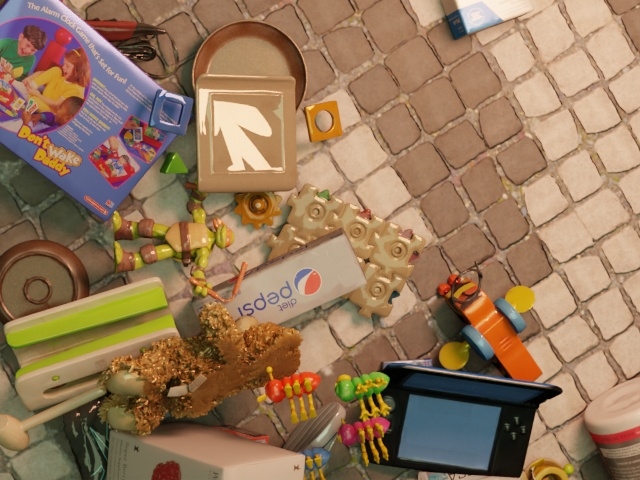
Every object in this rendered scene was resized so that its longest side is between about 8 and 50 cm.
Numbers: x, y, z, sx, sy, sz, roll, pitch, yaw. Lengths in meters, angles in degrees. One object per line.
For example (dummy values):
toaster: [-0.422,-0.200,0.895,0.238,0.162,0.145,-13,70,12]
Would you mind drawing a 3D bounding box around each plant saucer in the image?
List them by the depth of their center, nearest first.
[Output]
plant saucer: [-0.474,0.082,1.891,0.168,0.029,0.168,0,92,-9]
plant saucer: [-0.122,-0.278,1.932,0.199,0.036,0.198,-1,93,-10]

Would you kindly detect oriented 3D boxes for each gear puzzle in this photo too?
gear puzzle: [0.000,0.000,1.963,0.339,0.044,0.175,25,98,-6]

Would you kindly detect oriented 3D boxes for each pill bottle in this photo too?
pill bottle: [0.615,0.418,2.016,0.176,0.176,0.318,-27,96,-8]

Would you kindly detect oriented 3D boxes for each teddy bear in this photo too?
teddy bear: [-0.198,0.197,1.775,0.338,0.113,0.245,-28,138,-13]

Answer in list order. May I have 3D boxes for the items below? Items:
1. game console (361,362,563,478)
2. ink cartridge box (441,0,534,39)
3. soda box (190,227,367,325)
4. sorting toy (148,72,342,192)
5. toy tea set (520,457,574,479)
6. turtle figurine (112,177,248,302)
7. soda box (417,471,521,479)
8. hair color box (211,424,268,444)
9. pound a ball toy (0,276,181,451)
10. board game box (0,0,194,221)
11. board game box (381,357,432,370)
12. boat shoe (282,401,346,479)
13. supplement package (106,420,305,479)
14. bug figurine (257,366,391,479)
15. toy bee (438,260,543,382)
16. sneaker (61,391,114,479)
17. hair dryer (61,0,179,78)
game console: [0.232,0.313,1.909,0.293,0.173,0.250,9,105,-2]
ink cartridge box: [0.267,-0.485,1.968,0.134,0.078,0.231,-21,95,-8]
soda box: [-0.070,0.083,1.904,0.286,0.091,0.098,-25,98,2]
sorting toy: [-0.126,-0.178,1.879,0.348,0.047,0.196,-2,96,-27]
toy tea set: [0.347,0.545,2.001,0.336,0.124,0.200,-31,97,-7]
turtle figurine: [-0.238,-0.013,1.890,0.217,0.087,0.269,-2,68,-9]
soda box: [0.262,0.450,1.982,0.183,0.058,0.063,2,63,7]
hair color box: [-0.148,0.408,1.924,0.053,0.093,0.167,7,90,-52]
pound a ball toy: [-0.379,0.216,1.835,0.319,0.135,0.208,-18,52,-9]
board game box: [-0.409,-0.226,1.801,0.347,0.078,0.233,41,88,-29]
board game box: [0.156,0.258,2.009,0.090,0.020,0.090,-3,94,-8]
boat shoe: [-0.025,0.382,1.964,0.226,0.083,0.076,-46,114,4]
supplement package: [-0.190,0.406,1.798,0.175,0.293,0.177,3,92,-46]
bug figurine: [0.011,0.292,1.833,0.216,0.072,0.279,-11,132,-6]
toy bee: [0.287,0.124,1.978,0.195,0.162,0.298,-21,121,-16]
sneaker: [-0.356,0.383,1.888,0.106,0.101,0.267,-15,95,-11]
hair dryer: [-0.398,-0.350,1.869,0.224,0.080,0.293,-39,112,-9]
